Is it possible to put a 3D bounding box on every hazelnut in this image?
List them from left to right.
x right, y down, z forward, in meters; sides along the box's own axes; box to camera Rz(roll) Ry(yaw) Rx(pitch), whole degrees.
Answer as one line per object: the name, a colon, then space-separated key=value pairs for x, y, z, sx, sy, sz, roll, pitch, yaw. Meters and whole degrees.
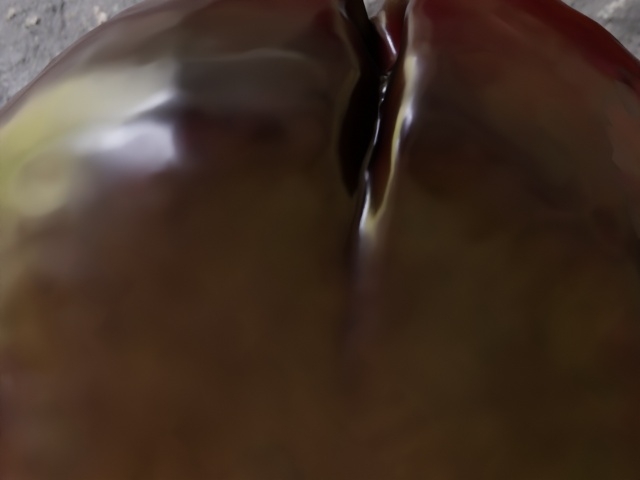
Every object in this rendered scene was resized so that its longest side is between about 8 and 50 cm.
hazelnut: x=-0.003 y=0.101 z=0.481 sx=0.402 sy=0.402 sz=0.429 roll=-12 pitch=87 yaw=-31
